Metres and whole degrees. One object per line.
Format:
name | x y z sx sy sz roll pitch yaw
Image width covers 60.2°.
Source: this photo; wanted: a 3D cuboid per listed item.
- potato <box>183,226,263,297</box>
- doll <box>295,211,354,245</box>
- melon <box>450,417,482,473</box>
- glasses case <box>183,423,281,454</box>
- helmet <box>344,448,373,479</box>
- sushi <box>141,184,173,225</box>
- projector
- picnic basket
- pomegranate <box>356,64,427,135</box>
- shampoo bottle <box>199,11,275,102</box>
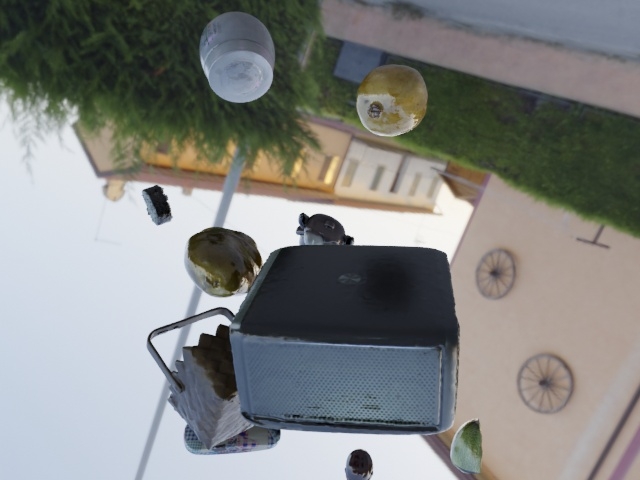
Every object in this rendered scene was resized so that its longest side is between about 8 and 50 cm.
potato | -0.247 0.059 1.396 0.176 0.195 0.369 -23 -171 1
doll | 0.000 -0.001 1.669 0.182 0.117 0.257 25 163 -3
melon | 0.390 0.532 1.471 0.079 0.128 0.160 5 -169 14
glasses case | -0.296 0.653 1.870 0.328 0.076 0.125 2 -140 -17
helmet | 0.131 0.762 1.868 0.098 0.070 0.123 4 -137 8
sushi | -0.616 -0.134 2.096 0.078 0.150 0.090 -25 -167 -33
projector | 0.068 0.183 1.124 0.405 0.242 0.395 0 -158 9
picnic basket | -0.262 0.319 1.401 0.254 0.291 0.321 -19 -126 -40
pomegranate | 0.176 -0.353 1.397 0.196 0.196 0.196 19 -167 -5
shampoo bottle | -0.301 -0.668 2.011 0.273 0.273 0.266 13 -132 -29
